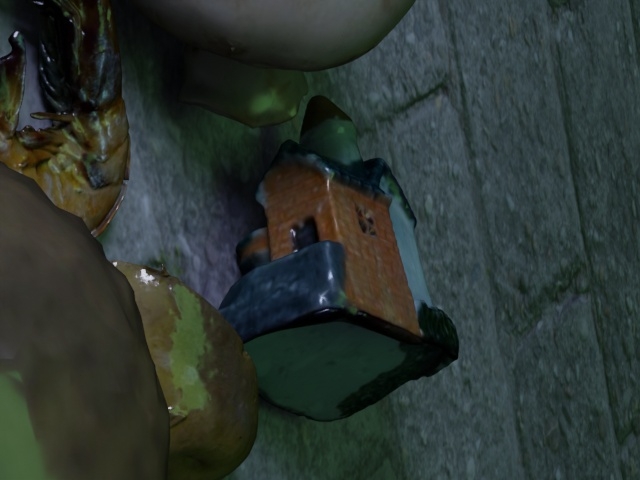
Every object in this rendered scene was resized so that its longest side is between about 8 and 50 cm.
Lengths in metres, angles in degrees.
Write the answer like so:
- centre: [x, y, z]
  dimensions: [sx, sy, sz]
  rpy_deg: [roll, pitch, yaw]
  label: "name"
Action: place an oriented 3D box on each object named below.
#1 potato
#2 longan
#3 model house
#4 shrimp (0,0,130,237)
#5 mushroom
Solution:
- centre: [-0.127, 0.132, 1.596]
  dimensions: [0.243, 0.098, 0.138]
  rpy_deg: [52, 46, -44]
  label: "potato"
- centre: [-0.275, 0.128, 1.073]
  dimensions: [0.391, 0.391, 0.391]
  rpy_deg: [9, 79, -60]
  label: "longan"
- centre: [0.000, 0.000, 1.791]
  dimensions: [0.253, 0.184, 0.291]
  rpy_deg: [26, 51, -51]
  label: "model house"
- centre: [-0.225, -0.131, 1.481]
  dimensions: [0.178, 0.075, 0.289]
  rpy_deg: [-35, 131, -54]
  label: "shrimp"
- centre: [-0.061, -0.248, 1.635]
  dimensions: [0.297, 0.297, 0.290]
  rpy_deg: [-57, 172, -47]
  label: "mushroom"
